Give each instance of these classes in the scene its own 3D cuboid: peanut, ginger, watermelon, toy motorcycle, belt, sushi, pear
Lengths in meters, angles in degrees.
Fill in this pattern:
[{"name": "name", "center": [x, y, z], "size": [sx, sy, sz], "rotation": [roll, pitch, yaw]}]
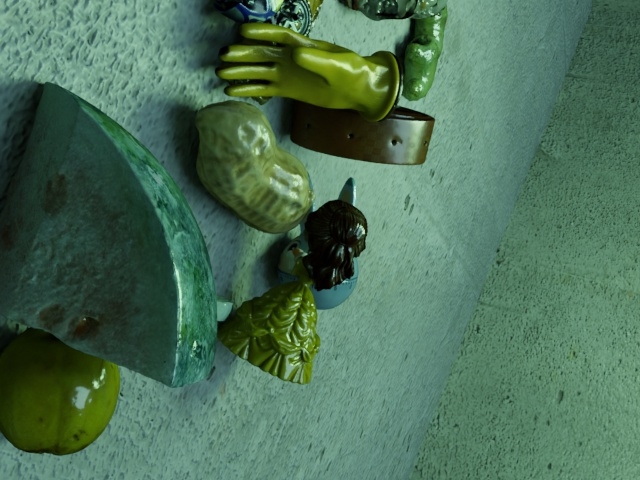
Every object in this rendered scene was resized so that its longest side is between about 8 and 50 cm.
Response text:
[{"name": "peanut", "center": [-0.103, -0.109, 1.100], "size": [0.325, 0.153, 0.140], "rotation": [60, 47, -63]}, {"name": "ginger", "center": [0.244, -0.467, 1.632], "size": [0.137, 0.089, 0.289], "rotation": [9, 97, -55]}, {"name": "watermelon", "center": [-0.270, 0.013, 0.807], "size": [0.258, 0.387, 0.228], "rotation": [-25, 169, -5]}, {"name": "toy motorcycle", "center": [-0.095, -0.421, 0.994], "size": [0.169, 0.113, 0.315], "rotation": [-35, 126, -33]}, {"name": "belt", "center": [0.077, -0.212, 1.290], "size": [0.184, 0.262, 0.105], "rotation": [-93, -168, -68]}, {"name": "sushi", "center": [0.154, -0.502, 1.395], "size": [0.332, 0.130, 0.124], "rotation": [-30, 129, -53]}, {"name": "pear", "center": [-0.321, 0.183, 0.849], "size": [0.149, 0.149, 0.162], "rotation": [-3, 100, -62]}]

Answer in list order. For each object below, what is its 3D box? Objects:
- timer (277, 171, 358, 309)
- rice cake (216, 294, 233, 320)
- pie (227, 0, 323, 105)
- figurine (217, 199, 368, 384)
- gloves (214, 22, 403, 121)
[{"name": "timer", "center": [-0.010, 0.016, 1.342], "size": [0.175, 0.175, 0.255], "rotation": [-42, 133, -46]}, {"name": "rice cake", "center": [-0.219, 0.090, 1.107], "size": [0.045, 0.042, 0.245], "rotation": [-59, 153, -2]}, {"name": "pie", "center": [-0.065, -0.352, 1.136], "size": [0.282, 0.068, 0.128], "rotation": [-64, 150, -9]}, {"name": "figurine", "center": [-0.023, 0.073, 1.228], "size": [0.315, 0.187, 0.168], "rotation": [-59, 170, 7]}, {"name": "gloves", "center": [-0.025, -0.255, 1.074], "size": [0.294, 0.116, 0.133], "rotation": [2, 133, -32]}]
